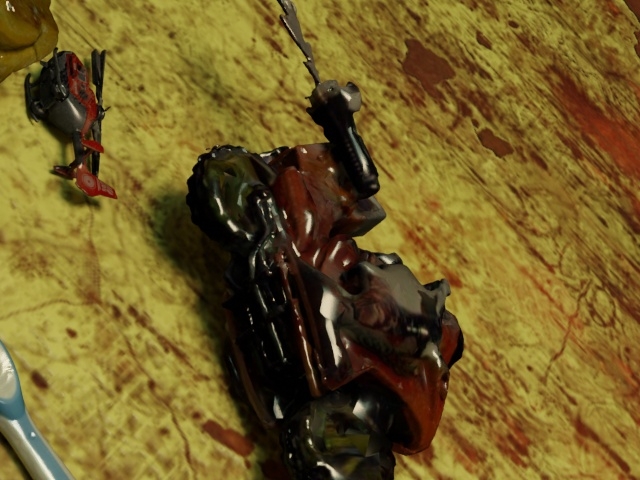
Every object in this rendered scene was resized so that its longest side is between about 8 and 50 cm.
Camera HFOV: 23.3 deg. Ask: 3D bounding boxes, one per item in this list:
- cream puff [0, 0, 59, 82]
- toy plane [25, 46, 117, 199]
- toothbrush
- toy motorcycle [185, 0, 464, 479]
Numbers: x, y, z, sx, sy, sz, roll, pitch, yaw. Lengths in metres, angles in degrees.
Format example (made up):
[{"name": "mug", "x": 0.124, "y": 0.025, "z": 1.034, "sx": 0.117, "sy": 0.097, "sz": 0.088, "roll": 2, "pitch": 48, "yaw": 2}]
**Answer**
[{"name": "cream puff", "x": -0.261, "y": -0.164, "z": 1.086, "sx": 0.146, "sy": 0.116, "sz": 0.146, "roll": 54, "pitch": 13, "yaw": -18}, {"name": "toy plane", "x": -0.180, "y": -0.091, "z": 1.148, "sx": 0.060, "sy": 0.037, "sz": 0.145, "roll": 22, "pitch": 43, "yaw": -42}, {"name": "toothbrush", "x": -0.206, "y": 0.088, "z": 0.989, "sx": 0.386, "sy": 0.040, "sz": 0.040, "roll": 54, "pitch": 41, "yaw": 5}, {"name": "toy motorcycle", "x": 0.000, "y": 0.000, "z": 1.164, "sx": 0.207, "sy": 0.134, "sz": 0.401, "roll": -7, "pitch": 67, "yaw": -44}]
